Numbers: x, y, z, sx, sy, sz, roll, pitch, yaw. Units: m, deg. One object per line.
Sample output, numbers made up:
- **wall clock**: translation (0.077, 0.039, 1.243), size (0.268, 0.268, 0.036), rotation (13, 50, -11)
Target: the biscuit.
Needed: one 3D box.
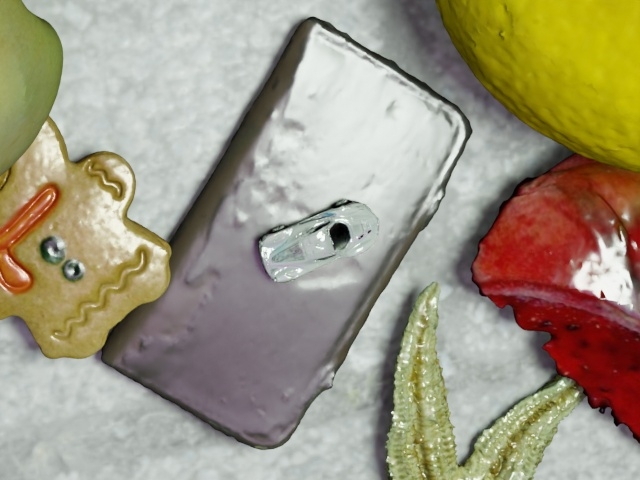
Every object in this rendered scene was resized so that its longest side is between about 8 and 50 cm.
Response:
- **biscuit**: translation (-0.217, -0.020, 1.228), size (0.166, 0.036, 0.225), rotation (-40, 98, 4)

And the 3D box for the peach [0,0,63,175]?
- **peach**: translation (-0.312, -0.151, 1.087), size (0.292, 0.247, 0.292), rotation (-1, 101, -7)

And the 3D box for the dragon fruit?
- **dragon fruit**: translation (0.309, 0.034, 1.309), size (0.343, 0.100, 0.282), rotation (40, 81, -19)

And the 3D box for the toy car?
- **toy car**: translation (0.000, 0.000, 1.249), size (0.093, 0.025, 0.041), rotation (-22, 102, -4)

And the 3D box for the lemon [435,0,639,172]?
- **lemon**: translation (0.237, -0.202, 1.150), size (0.336, 0.336, 0.336), rotation (-2, 102, -10)

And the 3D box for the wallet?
- **wallet**: translation (-0.021, -0.001, 1.280), size (0.165, 0.042, 0.309), rotation (30, 94, -13)

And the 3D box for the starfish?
- **starfish**: translation (0.117, 0.225, 1.335), size (0.358, 0.078, 0.347), rotation (-43, 102, -12)
